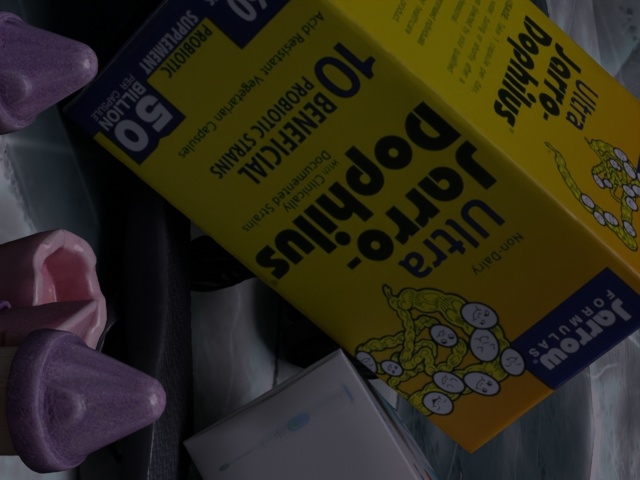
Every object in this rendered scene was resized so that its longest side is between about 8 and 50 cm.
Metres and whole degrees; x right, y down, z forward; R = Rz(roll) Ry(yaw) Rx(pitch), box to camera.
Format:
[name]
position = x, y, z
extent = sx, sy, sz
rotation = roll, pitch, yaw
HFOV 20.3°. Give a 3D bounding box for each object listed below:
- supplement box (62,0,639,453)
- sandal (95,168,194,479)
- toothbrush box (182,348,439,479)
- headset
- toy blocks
[supplement box]
position = 0.049, -0.069, 1.179
extent = 0.356, 0.194, 0.195
rotation = 40, 35, -11
[sandal]
position = -0.118, 0.066, 1.169
extent = 0.097, 0.054, 0.254
rotation = 65, 22, -63
[toothbrush box]
position = 0.036, 0.216, 1.249
extent = 0.216, 0.126, 0.295
rotation = 59, 2, 17
[headset]
position = 0.000, 0.000, 1.435
extent = 0.394, 0.185, 0.243
rotation = -53, 138, -83
[toy blocks]
position = -0.167, 0.074, 0.713
extent = 0.288, 0.260, 0.309
rotation = -45, 128, -65
